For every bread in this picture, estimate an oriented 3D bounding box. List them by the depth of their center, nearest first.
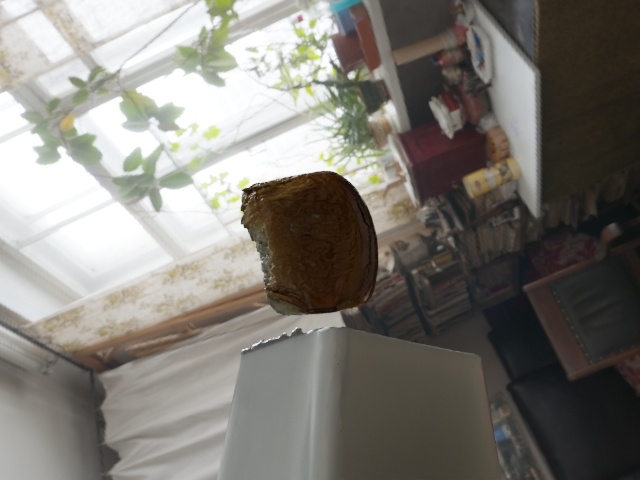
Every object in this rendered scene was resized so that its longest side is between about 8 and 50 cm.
[{"bbox_3d":[0.000,0.000,0.489,0.044,0.126,0.129,-23,78,54],"label":"bread"}]

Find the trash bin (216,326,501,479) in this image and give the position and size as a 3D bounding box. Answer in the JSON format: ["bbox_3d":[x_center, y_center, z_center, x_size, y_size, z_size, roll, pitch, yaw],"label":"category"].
[{"bbox_3d":[0.007,0.265,0.456,0.256,0.296,0.367,-31,50,54],"label":"trash bin"}]
